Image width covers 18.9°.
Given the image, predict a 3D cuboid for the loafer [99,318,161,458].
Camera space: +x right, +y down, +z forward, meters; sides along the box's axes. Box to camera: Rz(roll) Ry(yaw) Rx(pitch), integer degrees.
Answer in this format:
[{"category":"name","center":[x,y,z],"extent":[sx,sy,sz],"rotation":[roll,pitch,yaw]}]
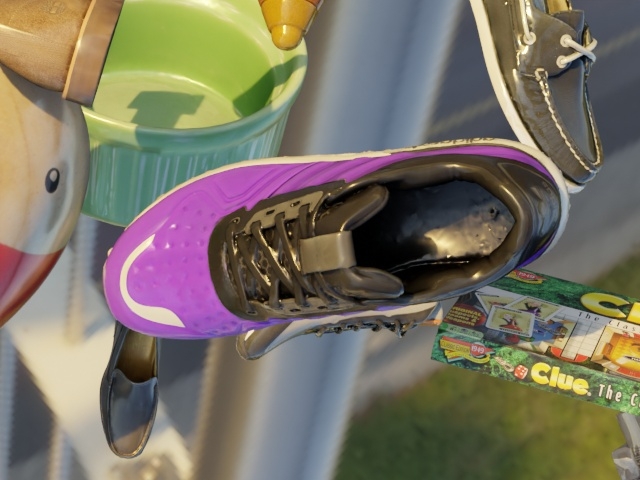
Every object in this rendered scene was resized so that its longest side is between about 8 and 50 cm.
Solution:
[{"category":"loafer","center":[-0.192,0.140,1.949],"extent":[0.062,0.061,0.170],"rotation":[3,95,-7]}]

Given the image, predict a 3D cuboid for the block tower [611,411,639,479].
[{"category":"block tower","center":[0.411,0.130,1.628],"extent":[0.335,0.091,0.097],"rotation":[-25,175,21]}]

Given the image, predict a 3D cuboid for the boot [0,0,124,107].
[{"category":"boot","center":[-0.220,-0.192,1.577],"extent":[0.305,0.115,0.112],"rotation":[-97,-157,-74]}]

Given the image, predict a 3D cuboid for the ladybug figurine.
[{"category":"ladybug figurine","center":[-0.392,0.008,1.651],"extent":[0.449,0.162,0.305],"rotation":[-39,120,21]}]

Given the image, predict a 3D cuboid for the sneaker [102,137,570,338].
[{"category":"sneaker","center":[0.000,-0.001,1.141],"extent":[0.293,0.102,0.146],"rotation":[-13,-173,9]}]

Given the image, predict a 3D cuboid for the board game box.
[{"category":"board game box","center":[0.214,0.077,1.264],"extent":[0.136,0.259,0.030],"rotation":[-45,147,-66]}]

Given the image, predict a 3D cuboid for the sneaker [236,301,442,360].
[{"category":"sneaker","center":[0.048,0.051,1.799],"extent":[0.271,0.108,0.100],"rotation":[-25,176,-9]}]

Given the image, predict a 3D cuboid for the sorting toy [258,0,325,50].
[{"category":"sorting toy","center":[-0.144,-0.220,1.681],"extent":[0.127,0.365,0.126],"rotation":[56,36,-66]}]

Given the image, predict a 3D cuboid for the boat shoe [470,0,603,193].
[{"category":"boat shoe","center":[0.201,-0.194,1.771],"extent":[0.091,0.302,0.114],"rotation":[-27,171,27]}]

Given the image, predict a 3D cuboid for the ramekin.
[{"category":"ramekin","center":[-0.172,-0.148,1.980],"extent":[0.303,0.303,0.148],"rotation":[-25,142,-35]}]
